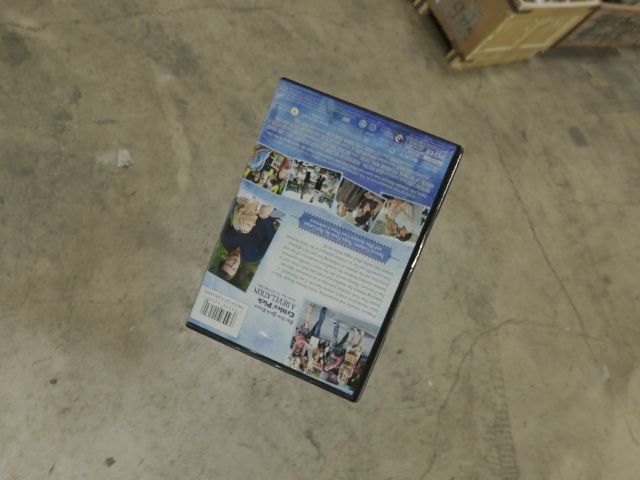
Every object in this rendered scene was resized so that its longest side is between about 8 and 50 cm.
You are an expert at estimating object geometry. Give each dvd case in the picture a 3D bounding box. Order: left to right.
[{"bbox_3d":[0.000,0.000,0.549,0.180,0.022,0.253,23,95,7],"label":"dvd case"}]
